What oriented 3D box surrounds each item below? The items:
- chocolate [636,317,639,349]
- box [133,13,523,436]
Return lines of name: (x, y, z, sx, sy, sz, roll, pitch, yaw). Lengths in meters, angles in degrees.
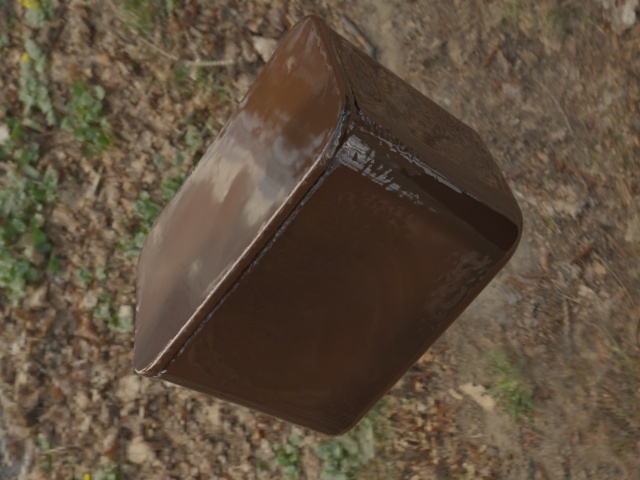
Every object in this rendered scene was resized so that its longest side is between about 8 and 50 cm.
chocolate: (0.420, -0.024, 0.775, 0.340, 0.210, 0.225, -15, 29, -13)
box: (0.000, 0.000, 0.973, 0.339, 0.229, 0.239, -51, 26, 24)
